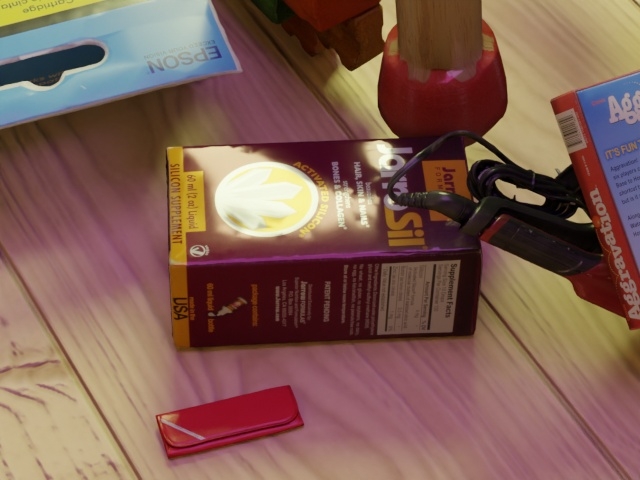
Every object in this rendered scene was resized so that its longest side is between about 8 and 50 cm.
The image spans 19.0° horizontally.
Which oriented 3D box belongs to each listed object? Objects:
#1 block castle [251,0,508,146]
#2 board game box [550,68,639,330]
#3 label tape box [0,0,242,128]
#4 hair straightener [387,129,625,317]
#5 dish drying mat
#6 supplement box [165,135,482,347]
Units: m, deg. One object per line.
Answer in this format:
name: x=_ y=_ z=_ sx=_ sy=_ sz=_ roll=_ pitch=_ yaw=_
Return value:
block castle: x=0.060 y=-0.279 z=1.331 sx=0.303 sy=0.213 sz=0.453 roll=-29 pitch=55 yaw=-17
board game box: x=0.273 y=-0.055 z=1.179 sx=0.281 sy=0.027 sz=0.145 roll=-19 pitch=90 yaw=-33
label tape box: x=-0.226 y=-0.169 z=1.315 sx=0.249 sy=0.115 sz=0.347 roll=-17 pitch=53 yaw=-15
hair straightener: x=0.139 y=-0.008 z=1.152 sx=0.230 sy=0.047 sz=0.089 roll=18 pitch=41 yaw=-23
dish drying mat: x=-0.054 y=0.106 z=1.132 sx=0.083 sy=0.008 sz=0.032 roll=-13 pitch=48 yaw=-12
supplement box: x=0.000 y=0.000 z=1.181 sx=0.188 sy=0.081 sz=0.104 roll=-3 pitch=48 yaw=-4
